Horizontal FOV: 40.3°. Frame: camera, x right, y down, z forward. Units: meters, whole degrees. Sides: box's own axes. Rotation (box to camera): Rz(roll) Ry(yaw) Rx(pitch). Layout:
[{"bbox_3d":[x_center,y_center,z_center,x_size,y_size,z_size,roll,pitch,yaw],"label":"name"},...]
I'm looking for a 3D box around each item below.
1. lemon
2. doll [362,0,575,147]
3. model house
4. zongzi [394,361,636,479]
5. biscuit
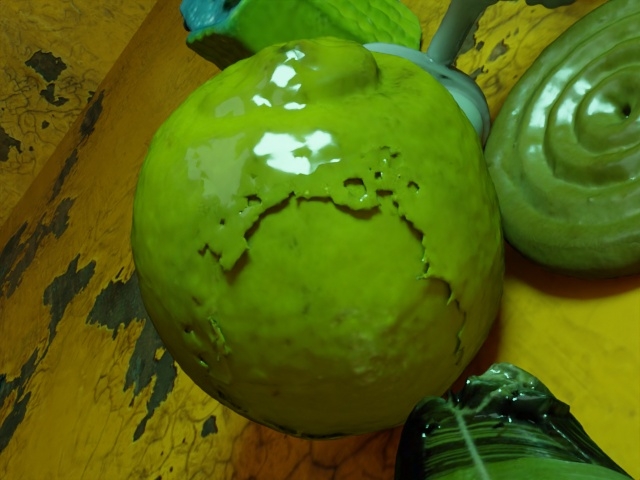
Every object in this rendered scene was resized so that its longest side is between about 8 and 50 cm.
[{"bbox_3d":[0.000,0.000,0.664,0.297,0.297,0.297,-41,30,30],"label":"lemon"},{"bbox_3d":[0.117,-0.186,0.754,0.094,0.160,0.365,-90,23,-50],"label":"doll"},{"bbox_3d":[-0.017,-0.256,1.051,0.215,0.237,0.303,-52,28,14],"label":"model house"},{"bbox_3d":[0.178,0.159,0.392,0.318,0.154,0.289,-20,37,22],"label":"zongzi"},{"bbox_3d":[0.224,-0.092,0.642,0.262,0.037,0.261,-33,40,33],"label":"biscuit"}]
